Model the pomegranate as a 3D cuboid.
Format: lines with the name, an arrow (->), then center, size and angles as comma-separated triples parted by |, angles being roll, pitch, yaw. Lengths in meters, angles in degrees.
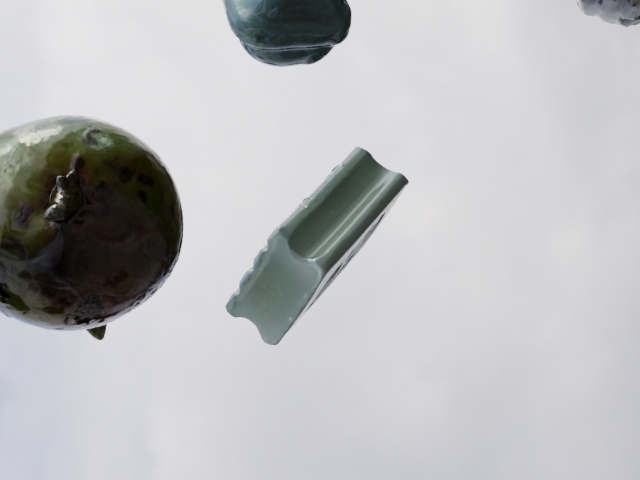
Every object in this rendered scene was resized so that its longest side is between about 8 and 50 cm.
pomegranate -> -0.169, 0.008, 1.074 | 0.220, 0.156, 0.156 | 85, -169, -52

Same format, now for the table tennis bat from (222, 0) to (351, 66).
table tennis bat -> -0.042, -0.149, 0.558 | 0.038, 0.149, 0.237 | 108, 151, -44

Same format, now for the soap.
soap -> 0.000, 0.000, 1.479 | 0.066, 0.119, 0.198 | 38, -141, 3

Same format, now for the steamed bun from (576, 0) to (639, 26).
steamed bun -> 0.312, -0.252, 1.140 | 0.339, 0.352, 0.247 | 153, 129, -82
